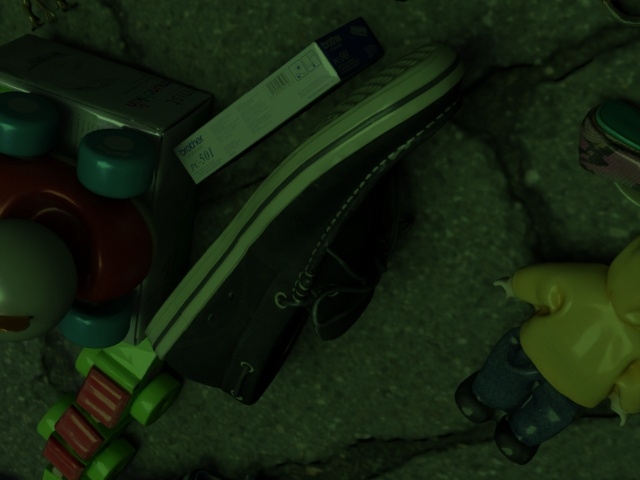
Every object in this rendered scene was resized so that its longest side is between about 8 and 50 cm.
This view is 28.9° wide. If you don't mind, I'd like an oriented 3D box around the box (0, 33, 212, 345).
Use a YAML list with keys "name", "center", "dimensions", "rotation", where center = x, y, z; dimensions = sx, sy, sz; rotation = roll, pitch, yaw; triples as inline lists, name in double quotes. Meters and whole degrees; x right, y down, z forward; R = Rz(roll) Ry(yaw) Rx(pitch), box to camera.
- name: "box"
  center: [-0.256, -0.054, 1.327]
  dimensions: [0.231, 0.127, 0.262]
  rotation: [18, 120, 13]

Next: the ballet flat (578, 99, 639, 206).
- name: "ballet flat"
  center: [0.318, -0.043, 1.052]
  dimensions: [0.221, 0.077, 0.079]
  rotation: [29, 142, 22]

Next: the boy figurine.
- name: "boy figurine"
  center: [0.239, 0.082, 1.136]
  dimensions: [0.177, 0.092, 0.285]
  rotation: [43, 125, 7]

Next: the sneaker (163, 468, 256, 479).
- name: "sneaker"
  center: [-0.173, 0.310, 1.481]
  dimensions: [0.237, 0.085, 0.086]
  rotation: [-3, 102, 21]

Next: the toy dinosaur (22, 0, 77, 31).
- name: "toy dinosaur"
  center: [-0.307, -0.275, 1.320]
  dimensions: [0.093, 0.053, 0.183]
  rotation: [61, 159, -18]

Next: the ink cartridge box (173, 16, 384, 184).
- name: "ink cartridge box"
  center: [-0.042, -0.134, 1.201]
  dimensions: [0.207, 0.097, 0.046]
  rotation: [-32, 94, 36]

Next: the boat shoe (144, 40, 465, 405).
- name: "boat shoe"
  center: [0.000, 0.000, 1.191]
  dimensions: [0.156, 0.187, 0.500]
  rotation: [43, 131, 1]

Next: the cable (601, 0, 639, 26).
- name: "cable"
  center: [0.322, -0.214, 0.965]
  dimensions: [0.287, 0.072, 0.140]
  rotation: [15, 124, 24]

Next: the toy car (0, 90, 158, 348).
- name: "toy car"
  center: [-0.289, 0.015, 1.160]
  dimensions: [0.210, 0.238, 0.219]
  rotation: [22, 121, 13]

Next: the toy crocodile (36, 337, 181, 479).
- name: "toy crocodile"
  center: [-0.264, 0.209, 1.480]
  dimensions: [0.115, 0.105, 0.341]
  rotation: [41, 125, 9]
